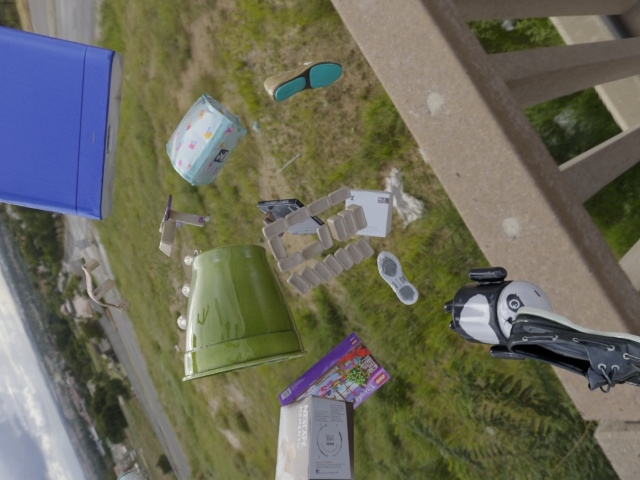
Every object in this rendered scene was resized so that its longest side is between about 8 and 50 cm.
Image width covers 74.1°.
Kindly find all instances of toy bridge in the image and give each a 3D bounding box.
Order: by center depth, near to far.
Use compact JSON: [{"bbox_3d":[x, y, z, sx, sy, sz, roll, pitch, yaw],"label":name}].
[{"bbox_3d":[-0.564,0.127,1.099,0.026,0.063,0.188,20,143,29],"label":"toy bridge"}]

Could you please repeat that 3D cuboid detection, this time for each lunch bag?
[{"bbox_3d":[-0.342,-0.298,1.270,0.223,0.160,0.262,-51,33,10],"label":"lunch bag"}]

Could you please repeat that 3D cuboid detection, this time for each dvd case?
[{"bbox_3d":[-0.099,-0.086,1.604,0.179,0.238,0.030,-1,65,33],"label":"dvd case"}]

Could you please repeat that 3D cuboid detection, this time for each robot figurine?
[{"bbox_3d":[0.466,0.194,1.134,0.209,0.174,0.278,40,154,-21],"label":"robot figurine"}]

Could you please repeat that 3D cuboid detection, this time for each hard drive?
[{"bbox_3d":[-0.421,-0.158,0.527,0.040,0.318,0.211,-97,18,-75],"label":"hard drive"}]

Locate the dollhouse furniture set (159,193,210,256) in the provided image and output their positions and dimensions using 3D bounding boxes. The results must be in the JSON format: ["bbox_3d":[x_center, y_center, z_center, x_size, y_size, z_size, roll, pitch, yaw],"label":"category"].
[{"bbox_3d":[-0.248,-0.006,0.773,0.091,0.081,0.115,-56,31,40],"label":"dollhouse furniture set"}]

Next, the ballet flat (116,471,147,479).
[{"bbox_3d":[-0.575,0.891,1.271,0.139,0.139,0.401,26,105,42],"label":"ballet flat"}]

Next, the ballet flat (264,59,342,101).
[{"bbox_3d":[-0.048,-0.447,1.148,0.073,0.232,0.080,49,153,28],"label":"ballet flat"}]

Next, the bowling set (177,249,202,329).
[{"bbox_3d":[-0.378,0.181,1.498,0.154,0.199,0.288,-4,83,48],"label":"bowling set"}]

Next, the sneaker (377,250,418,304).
[{"bbox_3d":[0.298,0.152,1.686,0.232,0.090,0.115,61,-178,11],"label":"sneaker"}]

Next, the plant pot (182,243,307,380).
[{"bbox_3d":[-0.253,0.209,1.295,0.366,0.366,0.354,-34,64,54],"label":"plant pot"}]

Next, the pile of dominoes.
[{"bbox_3d":[0.000,0.000,1.009,0.040,0.251,0.196,22,136,60],"label":"pile of dominoes"}]

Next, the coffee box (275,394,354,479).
[{"bbox_3d":[-0.013,0.427,0.773,0.141,0.098,0.247,-41,38,48],"label":"coffee box"}]

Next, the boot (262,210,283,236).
[{"bbox_3d":[-0.165,-0.054,1.516,0.042,0.118,0.087,-41,106,13],"label":"boot"}]

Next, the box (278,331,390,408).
[{"bbox_3d":[0.047,0.439,1.276,0.201,0.293,0.057,53,175,-31],"label":"box"}]

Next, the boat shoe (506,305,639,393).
[{"bbox_3d":[0.533,0.237,0.833,0.339,0.113,0.127,22,149,43],"label":"boat shoe"}]

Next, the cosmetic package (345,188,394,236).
[{"bbox_3d":[0.178,-0.103,1.527,0.151,0.183,0.152,6,100,15],"label":"cosmetic package"}]
